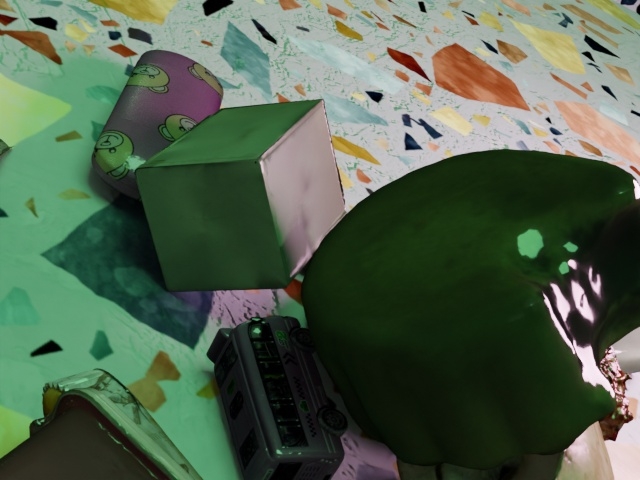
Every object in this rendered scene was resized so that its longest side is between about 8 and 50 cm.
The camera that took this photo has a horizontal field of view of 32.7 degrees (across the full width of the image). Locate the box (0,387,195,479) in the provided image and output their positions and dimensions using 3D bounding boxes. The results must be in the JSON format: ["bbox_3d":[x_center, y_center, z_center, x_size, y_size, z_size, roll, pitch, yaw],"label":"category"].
[{"bbox_3d":[-0.147,0.267,0.737,0.294,0.193,0.167,41,39,15],"label":"box"}]

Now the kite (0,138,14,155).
[{"bbox_3d":[-0.429,-0.136,1.088,0.314,0.011,0.335,33,6,37],"label":"kite"}]

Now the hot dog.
[{"bbox_3d":[-0.131,0.212,0.868,0.075,0.144,0.268,-34,71,-28],"label":"hot dog"}]

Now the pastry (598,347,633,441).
[{"bbox_3d":[0.308,0.155,1.348,0.097,0.115,0.208,43,23,-31],"label":"pastry"}]

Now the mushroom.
[{"bbox_3d":[0.196,0.250,1.089,0.189,0.195,0.253,61,24,-18],"label":"mushroom"}]

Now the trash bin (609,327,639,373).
[{"bbox_3d":[0.379,0.133,1.490,0.130,0.059,0.116,0,45,-43],"label":"trash bin"}]

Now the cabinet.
[{"bbox_3d":[-0.081,-0.054,1.212,0.150,0.145,0.206,-3,23,23],"label":"cabinet"}]

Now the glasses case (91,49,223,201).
[{"bbox_3d":[-0.195,-0.146,1.350,0.123,0.076,0.316,25,33,-11],"label":"glasses case"}]

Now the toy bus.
[{"bbox_3d":[-0.044,0.158,1.063,0.098,0.087,0.178,5,43,-27],"label":"toy bus"}]

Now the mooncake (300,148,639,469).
[{"bbox_3d":[0.154,0.061,1.058,0.351,0.351,0.187,-82,150,-56],"label":"mooncake"}]

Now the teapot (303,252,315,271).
[{"bbox_3d":[0.000,0.000,1.334,0.121,0.076,0.068,0,24,3],"label":"teapot"}]
